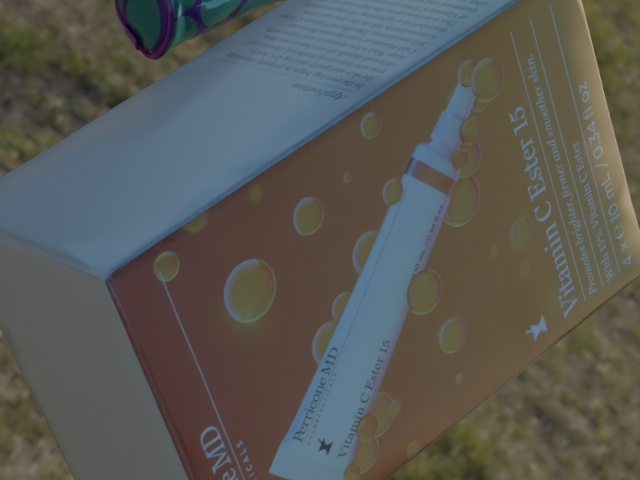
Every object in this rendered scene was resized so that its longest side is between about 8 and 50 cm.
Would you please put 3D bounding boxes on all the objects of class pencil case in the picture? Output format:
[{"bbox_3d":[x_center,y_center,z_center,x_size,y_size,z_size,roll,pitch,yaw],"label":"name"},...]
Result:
[{"bbox_3d":[-0.069,-0.173,1.205,0.151,0.070,0.064,-29,83,-40],"label":"pencil case"}]

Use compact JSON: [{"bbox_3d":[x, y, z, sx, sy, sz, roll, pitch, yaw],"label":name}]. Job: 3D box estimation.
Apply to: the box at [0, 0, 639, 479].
[{"bbox_3d":[0.000,0.000,1.046,0.168,0.345,0.215,19,-43,49],"label":"box"}]
